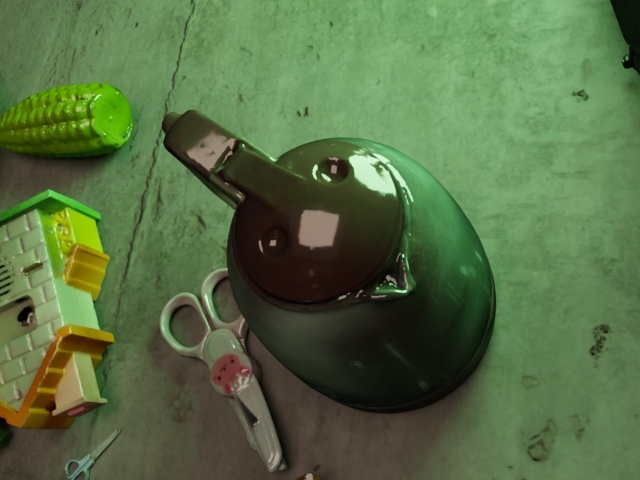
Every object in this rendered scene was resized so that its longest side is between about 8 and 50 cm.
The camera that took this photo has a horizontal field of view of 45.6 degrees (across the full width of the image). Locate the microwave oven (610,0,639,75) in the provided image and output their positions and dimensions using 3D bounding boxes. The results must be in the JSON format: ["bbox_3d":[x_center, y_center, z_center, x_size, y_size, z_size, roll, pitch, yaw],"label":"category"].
[{"bbox_3d":[0.364,-0.323,0.714,0.219,0.286,0.354,-16,72,15],"label":"microwave oven"}]

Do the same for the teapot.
[{"bbox_3d":[0.000,0.000,0.707,0.315,0.312,0.233,34,83,25],"label":"teapot"}]

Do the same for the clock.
[{"bbox_3d":[-0.357,0.106,0.914,0.220,0.106,0.255,-24,71,11],"label":"clock"}]

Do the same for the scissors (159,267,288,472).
[{"bbox_3d":[-0.094,0.145,0.843,0.118,0.030,0.242,-34,61,5],"label":"scissors"}]

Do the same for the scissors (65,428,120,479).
[{"bbox_3d":[-0.261,0.247,0.879,0.083,0.006,0.036,-46,62,0],"label":"scissors"}]

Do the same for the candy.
[{"bbox_3d":[-0.350,-0.153,1.005,0.210,0.097,0.096,-4,71,23],"label":"candy"}]

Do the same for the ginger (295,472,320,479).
[{"bbox_3d":[-0.022,0.298,0.762,0.058,0.044,0.137,17,83,-7],"label":"ginger"}]
